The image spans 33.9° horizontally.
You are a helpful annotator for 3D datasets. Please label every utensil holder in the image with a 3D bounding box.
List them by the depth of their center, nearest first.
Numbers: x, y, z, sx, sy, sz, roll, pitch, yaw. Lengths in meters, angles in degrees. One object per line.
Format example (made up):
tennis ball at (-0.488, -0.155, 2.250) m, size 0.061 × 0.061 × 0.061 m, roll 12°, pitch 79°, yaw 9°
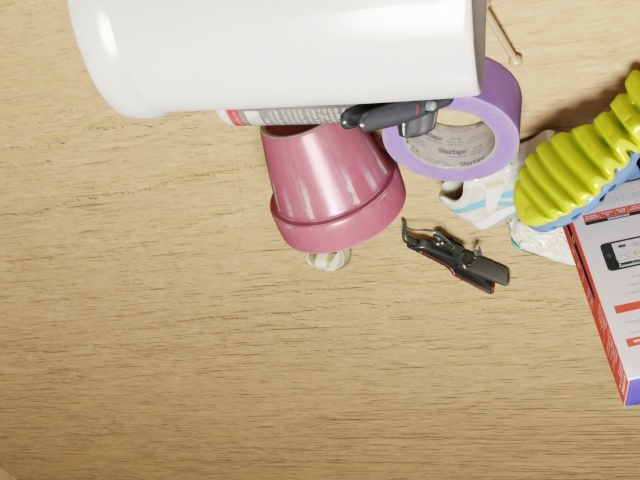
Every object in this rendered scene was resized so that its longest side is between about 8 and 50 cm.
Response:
utensil holder at (-0.026, -0.298, 1.103) m, size 0.385 × 0.328 × 0.327 m, roll -1°, pitch 146°, yaw 11°

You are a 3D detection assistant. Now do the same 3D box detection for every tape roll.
tape roll at (0.182, -0.169, 1.454) m, size 0.189 × 0.080 × 0.189 m, roll 7°, pitch 148°, yaw 4°

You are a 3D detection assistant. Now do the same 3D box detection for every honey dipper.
honey dipper at (0.222, -0.273, 1.334) m, size 0.030 × 0.030 × 0.160 m, roll -12°, pitch 145°, yaw 30°

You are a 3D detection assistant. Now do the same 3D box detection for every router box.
router box at (0.526, 0.043, 1.407) m, size 0.335 × 0.301 × 0.082 m, roll -11°, pitch 144°, yaw 4°

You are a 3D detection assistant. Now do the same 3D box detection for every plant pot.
plant pot at (0.004, -0.111, 1.506) m, size 0.201 × 0.201 × 0.180 m, roll -7°, pitch 128°, yaw 24°

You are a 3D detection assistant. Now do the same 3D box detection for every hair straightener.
hair straightener at (0.232, 0.016, 1.765) m, size 0.230 × 0.047 × 0.089 m, roll 31°, pitch 142°, yaw -21°

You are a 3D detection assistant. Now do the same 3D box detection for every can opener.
can opener at (0.092, -0.147, 1.185) m, size 0.059 × 0.073 × 0.186 m, roll 0°, pitch -168°, yaw 36°

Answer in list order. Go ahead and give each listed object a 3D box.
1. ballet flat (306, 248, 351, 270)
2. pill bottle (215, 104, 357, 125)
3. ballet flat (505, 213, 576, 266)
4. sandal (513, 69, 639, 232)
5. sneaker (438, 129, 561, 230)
ballet flat at (0.000, 0.000, 1.759) m, size 0.086 × 0.086 × 0.248 m, roll 2°, pitch 147°, yaw 13°
pill bottle at (0.011, -0.228, 1.332) m, size 0.283 × 0.161 × 0.161 m, roll 0°, pitch 146°, yaw 12°
ballet flat at (0.488, 0.002, 1.593) m, size 0.409 × 0.147 × 0.147 m, roll 15°, pitch 147°, yaw -7°
sandal at (0.399, -0.112, 1.395) m, size 0.317 × 0.126 × 0.138 m, roll -39°, pitch 138°, yaw 27°
sneaker at (0.266, -0.094, 1.541) m, size 0.092 × 0.087 × 0.228 m, roll 29°, pitch 140°, yaw -17°
